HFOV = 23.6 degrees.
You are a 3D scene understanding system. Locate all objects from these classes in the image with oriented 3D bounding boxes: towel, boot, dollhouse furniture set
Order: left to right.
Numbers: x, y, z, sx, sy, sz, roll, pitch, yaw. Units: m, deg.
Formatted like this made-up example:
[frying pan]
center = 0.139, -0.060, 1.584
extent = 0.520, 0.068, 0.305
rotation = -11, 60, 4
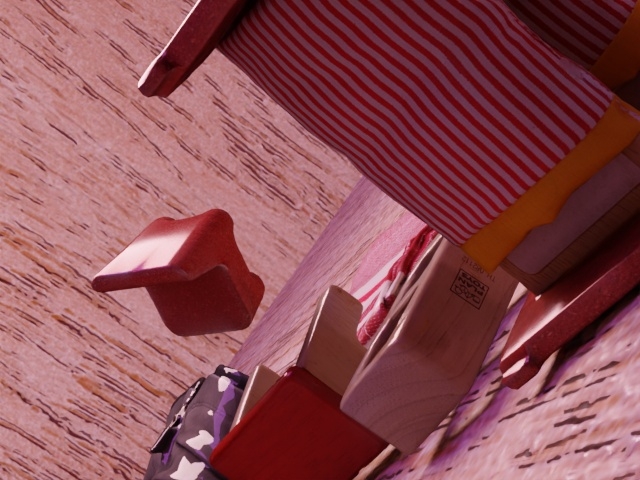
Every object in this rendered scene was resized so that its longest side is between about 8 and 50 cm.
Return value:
[boot]
center = -0.126, 0.214, 0.999
extent = 0.338, 0.118, 0.223
rotation = -29, 28, 54
[dollhouse furniture set]
center = 0.000, 0.000, 0.705
extent = 0.374, 0.201, 0.152
rotation = -50, 5, 42
[towel]
center = 0.040, 0.042, 1.108
extent = 0.237, 0.037, 0.329
rotation = -53, 2, 36
